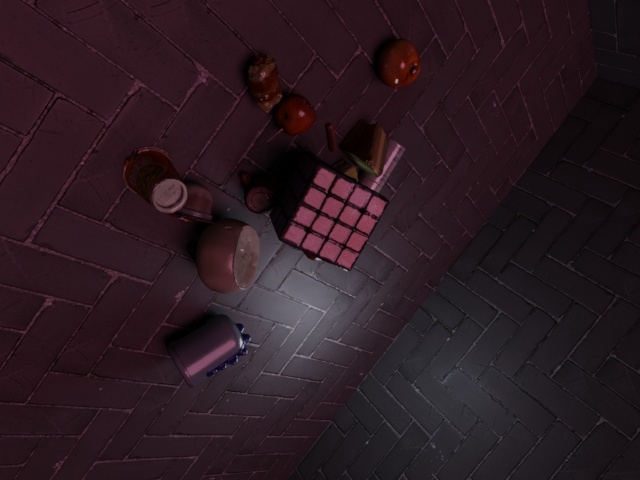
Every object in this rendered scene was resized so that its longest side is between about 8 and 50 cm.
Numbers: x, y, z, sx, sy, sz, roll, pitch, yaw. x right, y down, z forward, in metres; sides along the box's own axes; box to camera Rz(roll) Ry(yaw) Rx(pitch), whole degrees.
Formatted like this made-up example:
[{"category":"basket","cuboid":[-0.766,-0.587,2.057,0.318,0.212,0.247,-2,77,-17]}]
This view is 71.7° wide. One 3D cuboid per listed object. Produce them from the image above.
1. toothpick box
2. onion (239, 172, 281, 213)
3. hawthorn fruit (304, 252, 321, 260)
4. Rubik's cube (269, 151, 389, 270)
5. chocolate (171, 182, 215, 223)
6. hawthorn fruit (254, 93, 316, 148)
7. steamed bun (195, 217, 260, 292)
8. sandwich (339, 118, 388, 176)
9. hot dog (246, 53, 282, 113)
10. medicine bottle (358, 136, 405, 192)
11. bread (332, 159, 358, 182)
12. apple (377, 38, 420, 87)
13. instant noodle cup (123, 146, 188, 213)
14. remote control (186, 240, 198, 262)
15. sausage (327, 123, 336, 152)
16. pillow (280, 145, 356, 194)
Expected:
[{"category":"toothpick box","cuboid":[-0.512,0.509,2.101,0.354,0.263,0.263,-31,137,-23]},{"category":"onion","cuboid":[-0.261,-0.221,1.885,0.173,0.135,0.198,-36,103,15]},{"category":"hawthorn fruit","cuboid":[0.000,0.000,2.200,0.215,0.250,0.215,-6,123,-9]},{"category":"Rubik's cube","cuboid":[0.021,-0.127,1.833,0.344,0.337,0.344,27,100,-20]},{"category":"chocolate","cuboid":[-0.497,-0.148,1.702,0.221,0.221,0.147,10,86,-46]},{"category":"hawthorn fruit","cuboid":[-0.144,-0.456,1.785,0.285,0.165,0.165,-47,140,6]},{"category":"steamed bun","cuboid":[-0.397,0.063,1.854,0.324,0.206,0.325,5,90,-75]},{"category":"sandwich","cuboid":[0.242,-0.437,2.080,0.198,0.227,0.155,-49,140,0]},{"category":"hot dog","cuboid":[-0.212,-0.587,1.660,0.146,0.103,0.213,-51,155,-33]},{"category":"medicine bottle","cuboid":[0.291,-0.352,2.265,0.130,0.130,0.341,18,106,-48]},{"category":"bread","cuboid":[0.106,-0.284,2.173,0.138,0.102,0.196,-35,141,-13]},{"category":"apple","cuboid":[0.349,-0.782,1.963,0.209,0.164,0.210,-26,135,-29]},{"category":"instant noodle cup","cuboid":[-0.563,-0.200,1.543,0.193,0.212,0.193,-23,133,-28]},{"category":"remote control","cuboid":[-0.511,0.083,1.939,0.072,0.042,0.222,-41,139,-13]},{"category":"sausage","cuboid":[0.052,-0.468,2.034,0.030,0.035,0.147,-9,135,2]},{"category":"pillow","cuboid":[-0.037,-0.230,2.022,0.307,0.108,0.305,30,103,-23]}]
